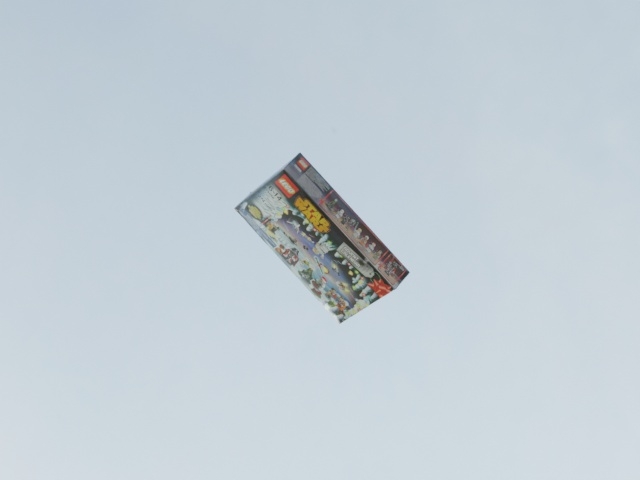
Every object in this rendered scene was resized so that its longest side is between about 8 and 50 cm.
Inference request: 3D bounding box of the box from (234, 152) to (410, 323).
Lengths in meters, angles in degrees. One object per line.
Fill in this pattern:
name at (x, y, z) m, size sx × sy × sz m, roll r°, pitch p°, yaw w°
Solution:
box at (0.000, 0.000, 1.463) m, size 0.137 × 0.027 × 0.094 m, roll 47°, pitch -37°, yaw -5°
